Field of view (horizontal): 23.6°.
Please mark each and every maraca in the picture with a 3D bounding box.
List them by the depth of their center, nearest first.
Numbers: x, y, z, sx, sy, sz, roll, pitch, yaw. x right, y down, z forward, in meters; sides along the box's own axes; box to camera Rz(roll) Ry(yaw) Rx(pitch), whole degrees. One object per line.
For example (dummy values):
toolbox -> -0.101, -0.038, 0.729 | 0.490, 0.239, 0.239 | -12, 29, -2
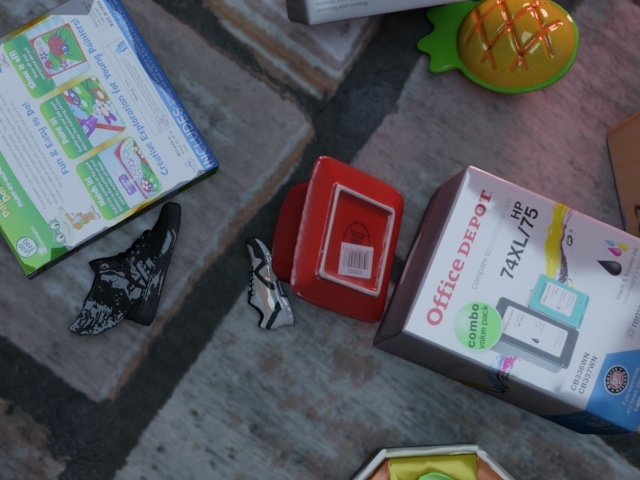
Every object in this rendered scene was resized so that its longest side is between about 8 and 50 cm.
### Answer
maraca -> 0.205, -0.231, 1.762 | 0.186, 0.099, 0.127 | 11, 70, 19

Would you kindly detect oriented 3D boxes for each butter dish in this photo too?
butter dish -> 0.000, 0.000, 1.701 | 0.160, 0.118, 0.159 | 22, 75, -46

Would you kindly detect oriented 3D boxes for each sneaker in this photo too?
sneaker -> -0.215, 0.031, 1.695 | 0.089, 0.051, 0.170 | 15, 85, -10
sneaker -> -0.065, 0.049, 1.719 | 0.044, 0.040, 0.109 | -19, 86, -7

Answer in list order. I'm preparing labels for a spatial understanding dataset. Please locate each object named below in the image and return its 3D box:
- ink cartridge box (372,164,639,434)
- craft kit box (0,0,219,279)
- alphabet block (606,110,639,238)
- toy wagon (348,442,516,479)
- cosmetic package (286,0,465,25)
ink cartridge box -> 0.226, 0.071, 1.674 | 0.270, 0.197, 0.198 | 23, 81, -4
craft kit box -> -0.281, -0.123, 1.705 | 0.247, 0.061, 0.249 | -30, 88, -12
alphabet block -> 0.456, -0.069, 1.722 | 0.193, 0.197, 0.192 | -11, 85, -9
toy wagon -> 0.130, 0.399, 1.688 | 0.267, 0.068, 0.344 | -2, 83, -7
cosmetic package -> 0.040, -0.433, 1.683 | 0.197, 0.155, 0.365 | -9, 101, -8
